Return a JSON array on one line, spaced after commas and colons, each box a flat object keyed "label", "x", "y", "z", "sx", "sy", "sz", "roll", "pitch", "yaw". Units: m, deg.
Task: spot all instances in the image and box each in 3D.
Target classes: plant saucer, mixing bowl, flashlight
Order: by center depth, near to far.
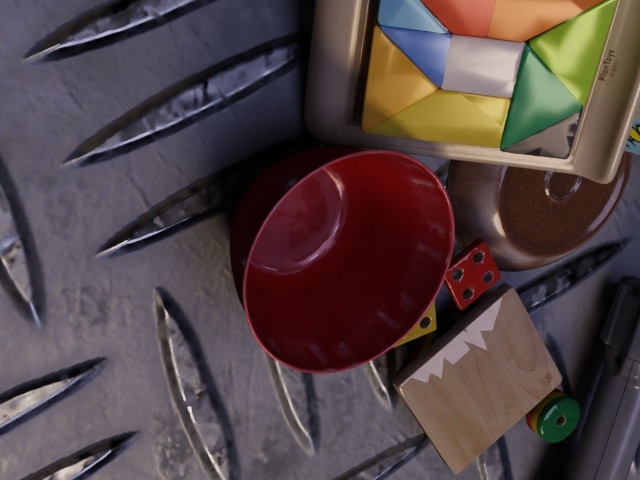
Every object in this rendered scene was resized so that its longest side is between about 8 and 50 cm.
[{"label": "mixing bowl", "x": 0.000, "y": 0.000, "z": 1.133, "sx": 0.181, "sy": 0.098, "sz": 0.181, "roll": -15, "pitch": 120, "yaw": -27}, {"label": "plant saucer", "x": 0.199, "y": -0.057, "z": 1.275, "sx": 0.199, "sy": 0.036, "sz": 0.198, "roll": -14, "pitch": 120, "yaw": -26}, {"label": "flashlight", "x": 0.276, "y": 0.187, "z": 1.418, "sx": 0.103, "sy": 0.103, "sz": 0.304, "roll": 9, "pitch": 104, "yaw": -31}]

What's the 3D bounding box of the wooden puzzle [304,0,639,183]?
[{"label": "wooden puzzle", "x": 0.110, "y": -0.130, "z": 1.049, "sx": 0.239, "sy": 0.044, "sz": 0.221, "roll": 10, "pitch": 138, "yaw": 3}]

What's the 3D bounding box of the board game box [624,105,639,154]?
[{"label": "board game box", "x": 0.222, "y": -0.204, "z": 1.122, "sx": 0.142, "sy": 0.144, "sz": 0.275, "roll": -48, "pitch": 125, "yaw": -11}]

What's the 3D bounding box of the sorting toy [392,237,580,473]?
[{"label": "sorting toy", "x": 0.127, "y": 0.109, "z": 1.305, "sx": 0.132, "sy": 0.046, "sz": 0.274, "roll": -40, "pitch": 129, "yaw": -9}]
